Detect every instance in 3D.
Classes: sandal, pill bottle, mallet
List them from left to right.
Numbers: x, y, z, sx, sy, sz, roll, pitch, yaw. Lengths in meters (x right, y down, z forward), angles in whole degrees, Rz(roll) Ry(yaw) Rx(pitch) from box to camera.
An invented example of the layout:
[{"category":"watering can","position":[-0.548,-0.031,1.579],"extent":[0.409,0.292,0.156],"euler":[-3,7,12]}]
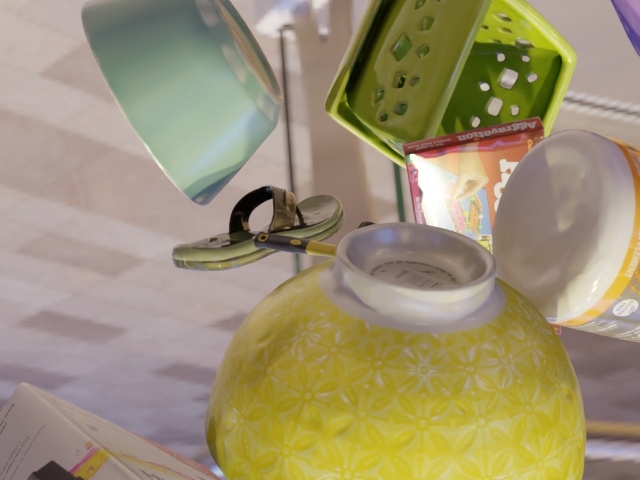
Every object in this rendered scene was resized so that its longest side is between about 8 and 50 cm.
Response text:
[{"category":"sandal","position":[-0.074,-0.027,1.840],"extent":[0.120,0.086,0.303],"euler":[-4,-170,38]},{"category":"mallet","position":[0.000,0.000,1.381],"extent":[0.039,0.062,0.190],"euler":[41,167,-35]},{"category":"pill bottle","position":[0.297,0.012,1.173],"extent":[0.278,0.162,0.162],"euler":[13,152,-29]}]

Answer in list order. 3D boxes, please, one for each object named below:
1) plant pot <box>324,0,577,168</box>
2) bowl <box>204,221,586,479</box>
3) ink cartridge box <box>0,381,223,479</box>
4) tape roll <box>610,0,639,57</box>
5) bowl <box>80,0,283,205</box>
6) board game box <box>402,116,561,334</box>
[{"category":"plant pot","position":[0.152,-0.194,1.733],"extent":[0.207,0.228,0.227],"euler":[18,172,41]},{"category":"bowl","position":[0.063,0.080,1.022],"extent":[0.289,0.289,0.156],"euler":[0,116,-11]},{"category":"ink cartridge box","position":[-0.132,0.251,1.117],"extent":[0.226,0.131,0.306],"euler":[33,173,-35]},{"category":"tape roll","position":[0.377,-0.256,1.174],"extent":[0.275,0.274,0.090],"euler":[-17,128,26]},{"category":"bowl","position":[-0.162,-0.219,1.828],"extent":[0.163,0.311,0.311],"euler":[-30,152,8]},{"category":"board game box","position":[0.178,0.003,1.492],"extent":[0.145,0.027,0.281],"euler":[-12,127,1]}]
